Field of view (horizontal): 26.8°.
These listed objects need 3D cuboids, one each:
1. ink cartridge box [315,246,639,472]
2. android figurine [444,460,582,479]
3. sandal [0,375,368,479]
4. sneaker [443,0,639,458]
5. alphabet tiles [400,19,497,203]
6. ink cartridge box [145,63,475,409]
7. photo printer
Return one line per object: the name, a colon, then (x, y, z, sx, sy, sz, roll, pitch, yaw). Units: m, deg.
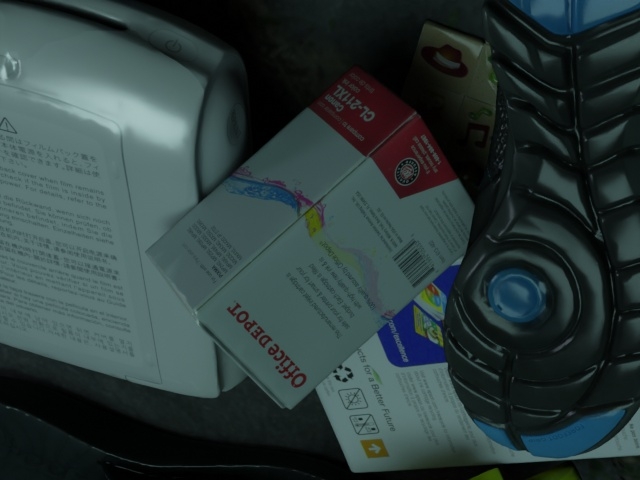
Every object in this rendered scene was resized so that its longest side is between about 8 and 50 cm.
ink cartridge box: (0.162, 0.063, 0.894, 0.371, 0.069, 0.175, -7, 119, 29)
android figurine: (0.076, 0.255, 0.982, 0.273, 0.056, 0.248, -25, 141, -1)
sandal: (-0.123, 0.242, 1.113, 0.446, 0.107, 0.167, 13, 127, 12)
sneaker: (0.152, -0.036, 0.763, 0.125, 0.139, 0.340, 12, 115, 17)
alphabet tiles: (0.162, -0.050, 0.862, 0.237, 0.009, 0.198, 21, 128, 7)
ink cartridge box: (0.000, 0.000, 0.823, 0.175, 0.072, 0.127, -41, 138, -3)
photo printer: (-0.166, -0.041, 0.900, 0.256, 0.107, 0.307, 14, 140, 14)
